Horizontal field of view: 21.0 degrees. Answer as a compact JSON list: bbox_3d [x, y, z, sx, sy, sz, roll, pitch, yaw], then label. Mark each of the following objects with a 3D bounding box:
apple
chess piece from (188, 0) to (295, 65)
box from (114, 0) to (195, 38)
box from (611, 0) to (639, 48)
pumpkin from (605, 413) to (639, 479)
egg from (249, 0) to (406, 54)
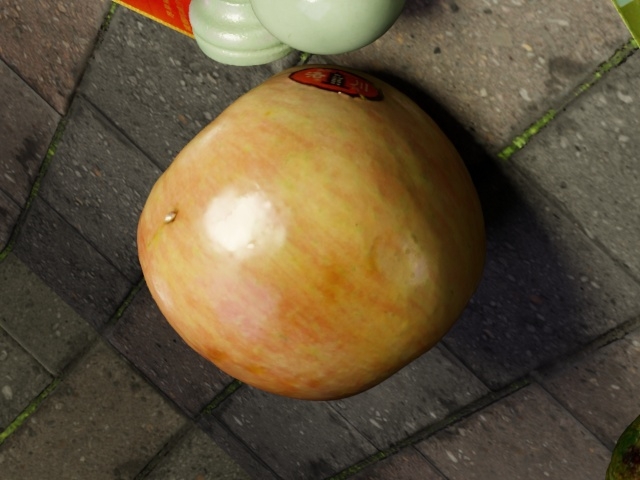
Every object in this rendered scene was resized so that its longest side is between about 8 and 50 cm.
[{"bbox_3d":[0.000,0.000,1.964,0.346,0.391,0.391,44,157,2],"label":"apple"},{"bbox_3d":[-0.087,-0.334,1.879,0.139,0.139,0.271,27,141,32],"label":"chess piece"},{"bbox_3d":[-0.203,-0.340,2.097,0.240,0.074,0.153,27,156,30],"label":"box"},{"bbox_3d":[0.271,-0.213,1.472,0.311,0.043,0.173,53,-163,-23],"label":"box"},{"bbox_3d":[0.425,0.273,2.024,0.278,0.163,0.111,9,140,51],"label":"pumpkin"},{"bbox_3d":[0.006,-0.267,1.785,0.192,0.149,0.149,3,135,53],"label":"egg"}]
